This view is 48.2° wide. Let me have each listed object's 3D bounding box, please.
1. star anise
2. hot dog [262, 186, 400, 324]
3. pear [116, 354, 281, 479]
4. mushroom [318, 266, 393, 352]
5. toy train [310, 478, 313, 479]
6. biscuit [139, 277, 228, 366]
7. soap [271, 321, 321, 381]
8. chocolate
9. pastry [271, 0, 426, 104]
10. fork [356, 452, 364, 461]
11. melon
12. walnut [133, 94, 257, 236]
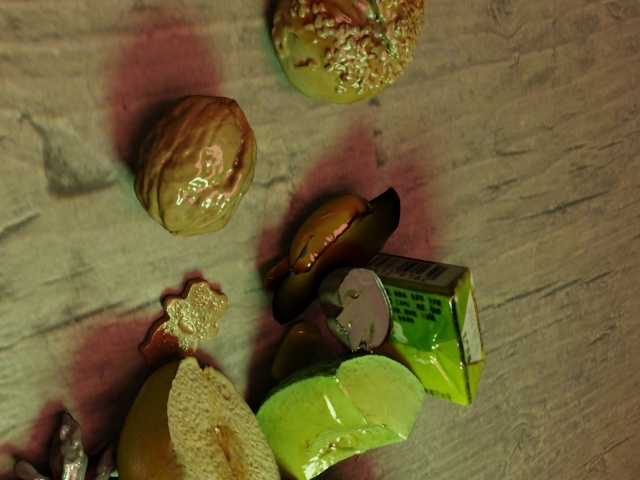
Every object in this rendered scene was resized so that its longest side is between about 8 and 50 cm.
[{"bbox_3d":[-0.440,0.476,1.215,0.316,0.139,0.359,1,99,-34],"label":"star anise"},{"bbox_3d":[0.003,0.003,1.424,0.326,0.107,0.194,-33,142,-20],"label":"hot dog"},{"bbox_3d":[-0.226,0.418,1.264,0.191,0.386,0.340,-30,149,14],"label":"pear"},{"bbox_3d":[0.061,0.132,1.400,0.141,0.117,0.188,-43,117,-23],"label":"mushroom"},{"bbox_3d":[-0.046,0.540,1.531,0.055,0.252,0.048,-14,82,6],"label":"toy train"},{"bbox_3d":[-0.250,0.158,1.334,0.133,0.027,0.184,28,89,-42],"label":"biscuit"},{"bbox_3d":[-0.051,0.236,1.509,0.089,0.045,0.140,26,90,-44],"label":"soap"},{"bbox_3d":[0.194,0.173,1.525,0.137,0.301,0.288,-41,128,-39],"label":"chocolate"},{"bbox_3d":[0.073,-0.391,1.293,0.316,0.184,0.284,-41,128,-21],"label":"pastry"},{"bbox_3d":[0.125,0.502,1.772,0.115,0.012,0.016,-47,125,-10],"label":"fork"},{"bbox_3d":[0.008,0.371,1.474,0.331,0.344,0.226,14,60,-52],"label":"melon"},{"bbox_3d":[-0.200,-0.123,1.168,0.198,0.198,0.245,27,92,-41],"label":"walnut"}]
